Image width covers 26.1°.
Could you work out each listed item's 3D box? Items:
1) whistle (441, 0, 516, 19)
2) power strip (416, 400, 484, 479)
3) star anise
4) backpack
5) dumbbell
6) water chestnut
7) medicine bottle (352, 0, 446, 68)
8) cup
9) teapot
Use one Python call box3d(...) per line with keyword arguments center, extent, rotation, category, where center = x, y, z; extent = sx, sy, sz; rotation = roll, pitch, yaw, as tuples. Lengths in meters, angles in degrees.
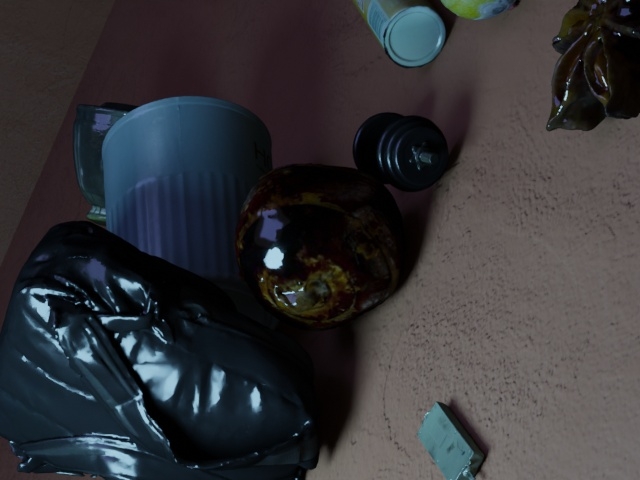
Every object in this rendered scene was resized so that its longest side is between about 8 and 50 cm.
box3d(center=(0.215, -0.356, 1.808), extent=(0.123, 0.123, 0.223), rotation=(-53, 7, 27), category="whistle")
box3d(center=(0.143, 0.226, 1.505), extent=(0.051, 0.019, 0.136), rotation=(-60, 25, 11), category="power strip")
box3d(center=(0.312, -0.210, 1.472), extent=(0.214, 0.099, 0.220), rotation=(-158, 87, -79), category="star anise")
box3d(center=(-0.206, 0.194, 1.777), extent=(0.255, 0.446, 0.363), rotation=(-64, -6, -51), category="backpack")
box3d(center=(0.103, -0.116, 1.794), extent=(0.099, 0.099, 0.208), rotation=(-66, 23, -1), category="dumbbell")
box3d(center=(0.000, 0.000, 1.777), extent=(0.223, 0.224, 0.238), rotation=(-56, 20, 22), category="water chestnut")
box3d(center=(0.084, -0.383, 2.071), extent=(0.108, 0.108, 0.426), rotation=(-56, 28, 21), category="medicine bottle")
box3d(center=(-0.203, 0.008, 2.048), extent=(0.331, 0.257, 0.311), rotation=(-50, 38, 45), category="cup")
box3d(center=(-0.313, -0.125, 2.583), extent=(0.239, 0.321, 0.239), rotation=(-1, -81, -74), category="teapot")
